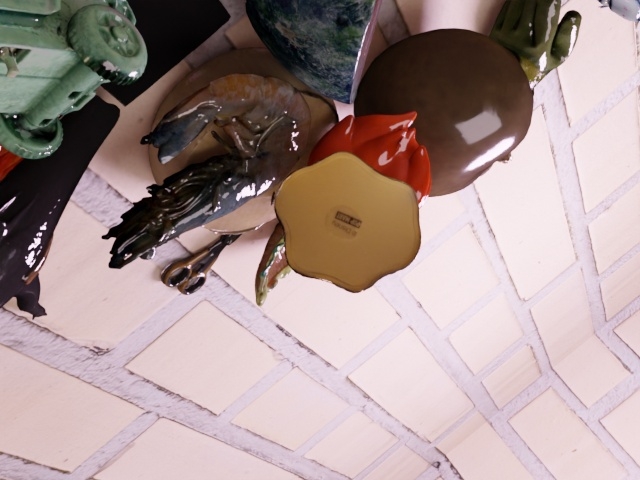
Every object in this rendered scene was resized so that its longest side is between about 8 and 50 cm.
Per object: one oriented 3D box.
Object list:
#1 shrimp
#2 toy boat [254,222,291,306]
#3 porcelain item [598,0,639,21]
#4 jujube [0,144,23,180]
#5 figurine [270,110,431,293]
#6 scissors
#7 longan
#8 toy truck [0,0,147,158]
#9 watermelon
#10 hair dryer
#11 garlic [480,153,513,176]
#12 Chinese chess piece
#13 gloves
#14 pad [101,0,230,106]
[{"bbox_3d":[-0.130,-0.087,0.953,0.289,0.075,0.178,-28,140,-12],"label":"shrimp"},{"bbox_3d":[-0.009,-0.006,1.340,0.293,0.099,0.108,-32,149,-25],"label":"toy boat"},{"bbox_3d":[0.519,-0.468,1.232,0.281,0.157,0.286,-18,144,-32],"label":"porcelain item"},{"bbox_3d":[-0.362,-0.098,0.784,0.255,0.190,0.190,-33,150,-31],"label":"jujube"},{"bbox_3d":[0.051,-0.050,1.051,0.181,0.208,0.257,-14,-172,7],"label":"figurine"},{"bbox_3d":[-0.141,-0.001,1.282,0.220,0.017,0.088,-42,148,5],"label":"scissors"},{"bbox_3d":[0.167,-0.175,1.172,0.246,0.246,0.215,45,56,-58],"label":"longan"},{"bbox_3d":[-0.273,-0.159,0.648,0.155,0.156,0.279,-30,169,33],"label":"toy truck"},{"bbox_3d":[0.010,-0.287,0.905,0.318,0.148,0.226,110,4,-64],"label":"watermelon"},{"bbox_3d":[-0.340,0.007,1.017,0.304,0.120,0.359,-60,178,-23],"label":"hair dryer"},{"bbox_3d":[0.223,-0.152,1.389,0.131,0.127,0.194,-2,163,-19],"label":"garlic"},{"bbox_3d":[-0.094,-0.123,1.092,0.249,0.103,0.250,-25,146,-19],"label":"Chinese chess piece"},{"bbox_3d":[0.308,-0.291,1.284,0.268,0.135,0.107,94,13,-52],"label":"gloves"},{"bbox_3d":[-0.191,-0.235,0.889,0.163,0.004,0.243,-40,162,1],"label":"pad"}]
